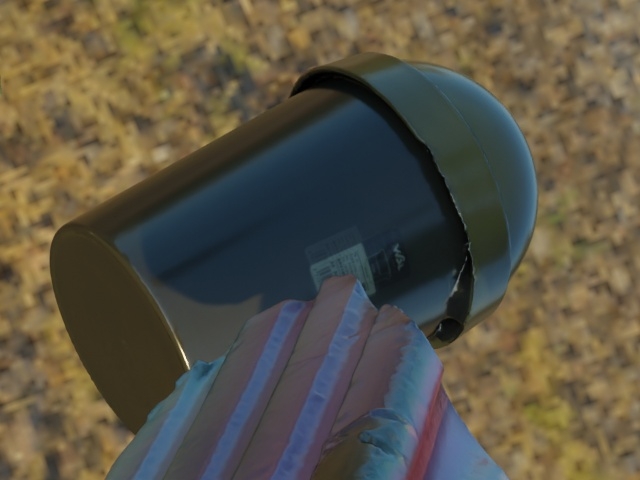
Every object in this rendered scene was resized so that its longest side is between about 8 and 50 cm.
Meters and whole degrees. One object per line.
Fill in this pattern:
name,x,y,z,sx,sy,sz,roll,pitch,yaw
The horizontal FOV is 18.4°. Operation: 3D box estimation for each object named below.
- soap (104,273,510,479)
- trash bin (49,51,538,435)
soap,-0.014,0.128,0.895,0.109,0.193,0.324,57,22,-14
trash bin,0.000,0.000,1.353,0.214,0.334,0.214,43,-30,33
